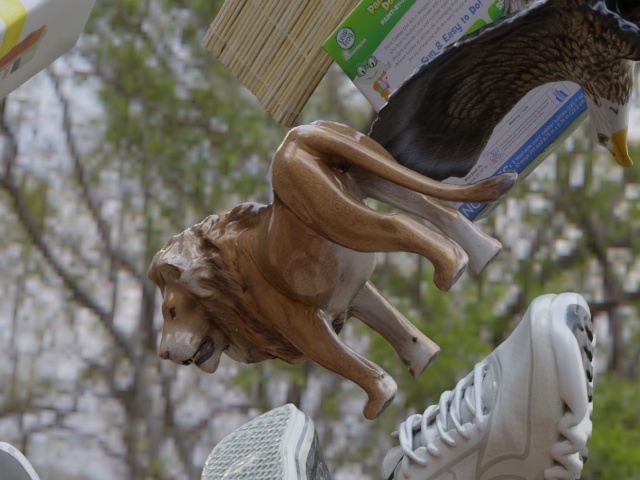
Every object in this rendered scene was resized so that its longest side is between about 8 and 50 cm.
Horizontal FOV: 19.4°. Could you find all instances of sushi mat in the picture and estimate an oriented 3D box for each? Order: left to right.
[{"bbox_3d":[-0.014,-0.285,2.066,0.019,0.151,0.316,-26,-24,-51],"label":"sushi mat"}]

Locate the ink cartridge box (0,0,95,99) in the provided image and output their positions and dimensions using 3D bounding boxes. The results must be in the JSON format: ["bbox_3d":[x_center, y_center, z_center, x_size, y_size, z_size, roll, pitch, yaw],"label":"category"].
[{"bbox_3d":[-0.432,-0.238,1.803,0.279,0.384,0.160,41,-42,6],"label":"ink cartridge box"}]

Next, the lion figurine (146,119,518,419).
[{"bbox_3d":[0.000,0.000,1.479,0.240,0.142,0.392,40,-40,10],"label":"lion figurine"}]

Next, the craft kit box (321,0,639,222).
[{"bbox_3d":[0.158,-0.188,1.862,0.250,0.247,0.061,-45,-12,31],"label":"craft kit box"}]

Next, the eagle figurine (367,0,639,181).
[{"bbox_3d":[0.183,-0.154,1.444,0.298,0.225,0.226,2,-3,44],"label":"eagle figurine"}]

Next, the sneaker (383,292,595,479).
[{"bbox_3d":[0.108,0.139,1.250,0.118,0.110,0.292,13,-43,-2],"label":"sneaker"}]

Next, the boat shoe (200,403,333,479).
[{"bbox_3d":[-0.067,0.333,2.021,0.186,0.156,0.500,-27,10,13],"label":"boat shoe"}]

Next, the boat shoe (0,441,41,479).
[{"bbox_3d":[-0.269,0.276,1.739,0.077,0.219,0.070,-11,22,12],"label":"boat shoe"}]
